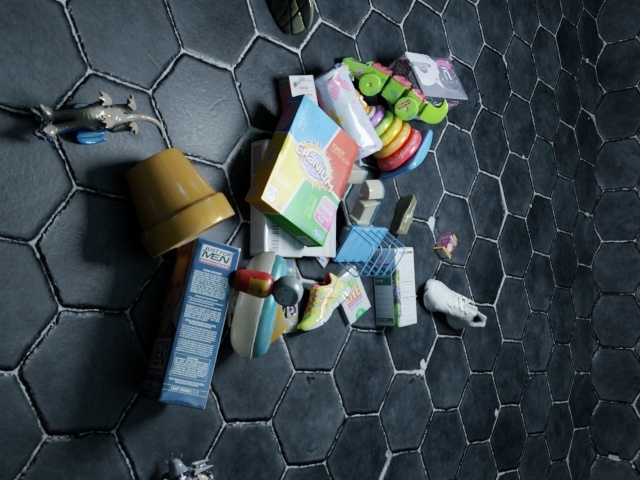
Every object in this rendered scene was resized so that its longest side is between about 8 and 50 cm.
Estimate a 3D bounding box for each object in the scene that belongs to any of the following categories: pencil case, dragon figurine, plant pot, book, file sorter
[{"bbox_3d":[0.074,-0.359,1.912,0.124,0.113,0.273,-36,106,-39],"label":"pencil case"},{"bbox_3d":[-0.457,-0.247,1.398,0.289,0.144,0.085,-15,98,-65],"label":"dragon figurine"},{"bbox_3d":[-0.320,-0.090,1.468,0.205,0.205,0.188,-33,96,-42],"label":"plant pot"},{"bbox_3d":[0.085,0.159,1.978,0.096,0.035,0.144,-39,116,-35],"label":"book"},{"bbox_3d":[0.144,0.037,1.941,0.170,0.104,0.118,1,125,-50],"label":"file sorter"}]

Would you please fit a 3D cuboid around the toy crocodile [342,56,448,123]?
[{"bbox_3d":[0.213,-0.443,1.979,0.340,0.105,0.115,35,23,7],"label":"toy crocodile"}]

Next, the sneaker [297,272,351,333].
[{"bbox_3d":[-0.008,0.170,1.857,0.094,0.081,0.208,51,52,-11],"label":"sneaker"}]

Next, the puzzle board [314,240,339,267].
[{"bbox_3d":[0.000,0.000,1.911,0.128,0.011,0.096,54,53,-30],"label":"puzzle board"}]

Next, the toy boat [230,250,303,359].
[{"bbox_3d":[-0.121,0.141,1.569,0.148,0.318,0.267,13,71,0],"label":"toy boat"}]

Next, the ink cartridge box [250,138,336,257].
[{"bbox_3d":[-0.069,-0.102,1.805,0.261,0.066,0.296,4,85,-46],"label":"ink cartridge box"}]

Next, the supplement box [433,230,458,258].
[{"bbox_3d":[0.432,0.016,2.332,0.055,0.043,0.083,52,53,-29],"label":"supplement box"}]

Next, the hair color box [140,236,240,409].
[{"bbox_3d":[-0.285,0.180,1.480,0.105,0.174,0.347,18,74,-24],"label":"hair color box"}]

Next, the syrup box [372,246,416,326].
[{"bbox_3d":[0.226,0.140,2.077,0.096,0.093,0.237,-4,91,-46],"label":"syrup box"}]

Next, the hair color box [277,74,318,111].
[{"bbox_3d":[-0.055,-0.361,1.843,0.093,0.053,0.167,-15,100,-44],"label":"hair color box"}]

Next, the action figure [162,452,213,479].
[{"bbox_3d":[-0.302,0.611,1.511,0.185,0.099,0.285,-15,95,-38],"label":"action figure"}]

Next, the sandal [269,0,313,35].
[{"bbox_3d":[-0.085,-0.698,1.792,0.086,0.120,0.303,-39,115,-55],"label":"sandal"}]

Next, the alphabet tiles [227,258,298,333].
[{"bbox_3d":[-0.147,0.150,1.753,0.237,0.009,0.198,-3,90,-46],"label":"alphabet tiles"}]

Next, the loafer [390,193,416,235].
[{"bbox_3d":[0.269,-0.079,2.165,0.050,0.056,0.148,38,72,-39],"label":"loafer"}]

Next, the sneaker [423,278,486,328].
[{"bbox_3d":[0.453,0.211,2.283,0.297,0.129,0.111,33,67,-39],"label":"sneaker"}]

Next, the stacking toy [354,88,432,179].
[{"bbox_3d":[0.172,-0.339,2.025,0.302,0.165,0.175,42,59,-23],"label":"stacking toy"}]

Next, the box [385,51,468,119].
[{"bbox_3d":[0.324,-0.486,2.149,0.247,0.142,0.163,-7,73,-46],"label":"box"}]

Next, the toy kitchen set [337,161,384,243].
[{"bbox_3d":[0.101,-0.111,1.987,0.122,0.166,0.207,-6,129,-45],"label":"toy kitchen set"}]

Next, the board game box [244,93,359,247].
[{"bbox_3d":[-0.038,-0.177,1.748,0.242,0.064,0.316,37,63,-37],"label":"board game box"}]
